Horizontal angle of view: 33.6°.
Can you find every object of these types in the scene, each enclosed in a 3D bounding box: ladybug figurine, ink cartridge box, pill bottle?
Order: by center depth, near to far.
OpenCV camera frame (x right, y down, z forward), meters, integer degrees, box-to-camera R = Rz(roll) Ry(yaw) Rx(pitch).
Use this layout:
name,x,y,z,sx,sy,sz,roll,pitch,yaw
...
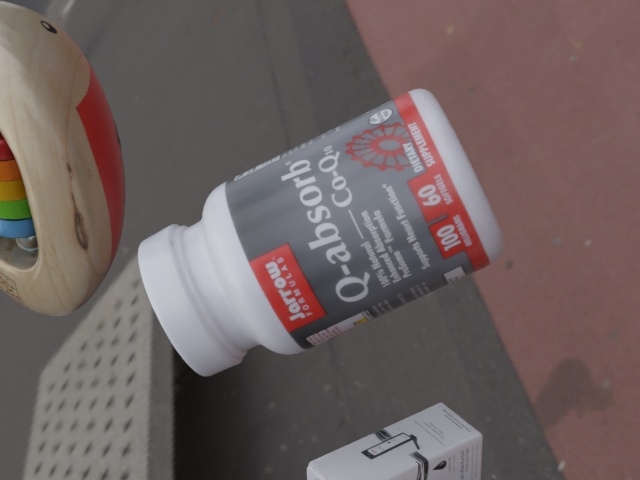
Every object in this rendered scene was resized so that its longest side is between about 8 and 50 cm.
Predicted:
name,x,y,z,sx,sy,sz,roll,pitch,yaw
pill bottle,0.000,0.000,1.172,0.363,0.210,0.210,-26,29,7
ink cartridge box,0.091,0.308,1.283,0.086,0.203,0.148,35,136,47
ladybug figurine,-0.360,-0.100,1.319,0.162,0.305,0.449,-40,-34,-38
